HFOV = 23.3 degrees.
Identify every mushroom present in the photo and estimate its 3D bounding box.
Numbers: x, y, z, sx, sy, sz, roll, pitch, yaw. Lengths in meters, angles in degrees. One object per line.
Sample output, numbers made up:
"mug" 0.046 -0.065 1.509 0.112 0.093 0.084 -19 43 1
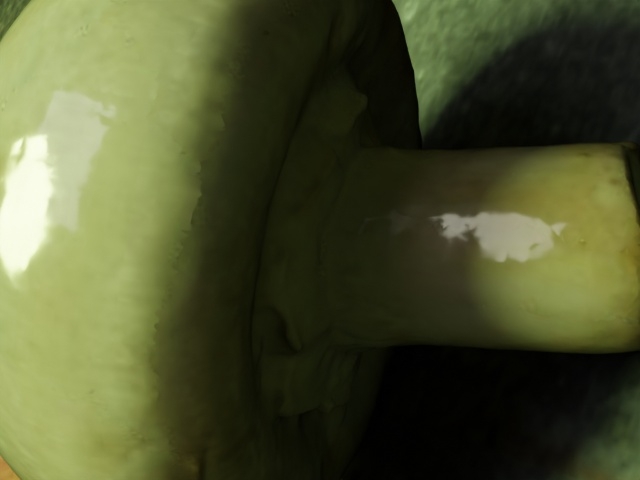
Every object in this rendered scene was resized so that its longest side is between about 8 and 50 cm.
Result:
"mushroom" 0.000 0.000 0.477 0.215 0.207 0.207 4 70 22

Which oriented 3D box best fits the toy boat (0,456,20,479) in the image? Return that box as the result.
"toy boat" -0.091 0.118 0.605 0.141 0.099 0.317 109 168 -60
